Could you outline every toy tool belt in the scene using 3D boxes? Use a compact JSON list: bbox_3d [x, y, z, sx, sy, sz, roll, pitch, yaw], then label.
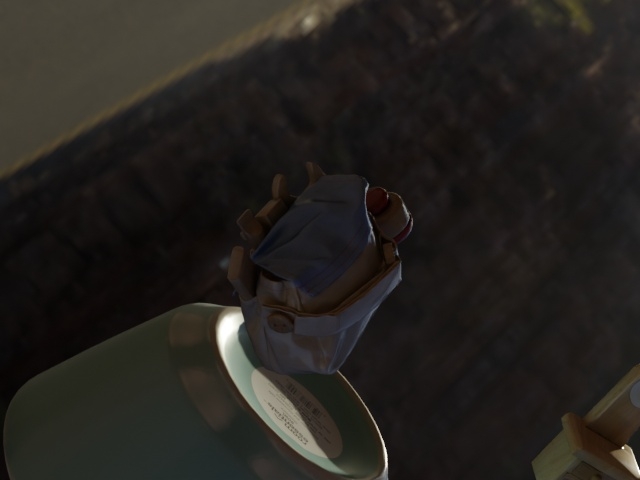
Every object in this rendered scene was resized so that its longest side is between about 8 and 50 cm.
[{"bbox_3d":[0.000,0.000,0.520,0.052,0.051,0.083,-4,-141,37],"label":"toy tool belt"}]

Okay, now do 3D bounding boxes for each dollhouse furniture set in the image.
[{"bbox_3d":[0.362,0.295,1.325,0.174,0.303,0.355,-50,-158,22],"label":"dollhouse furniture set"}]

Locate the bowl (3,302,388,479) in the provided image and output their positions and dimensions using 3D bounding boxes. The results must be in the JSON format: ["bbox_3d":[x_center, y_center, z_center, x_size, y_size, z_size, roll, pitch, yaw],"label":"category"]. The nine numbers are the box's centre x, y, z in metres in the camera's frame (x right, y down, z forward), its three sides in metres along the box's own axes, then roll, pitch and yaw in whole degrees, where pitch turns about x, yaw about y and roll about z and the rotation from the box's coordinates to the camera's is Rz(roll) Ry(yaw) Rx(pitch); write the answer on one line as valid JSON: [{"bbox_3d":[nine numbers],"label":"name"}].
[{"bbox_3d":[-0.067,0.167,1.237,0.163,0.311,0.311,-46,177,18],"label":"bowl"}]
